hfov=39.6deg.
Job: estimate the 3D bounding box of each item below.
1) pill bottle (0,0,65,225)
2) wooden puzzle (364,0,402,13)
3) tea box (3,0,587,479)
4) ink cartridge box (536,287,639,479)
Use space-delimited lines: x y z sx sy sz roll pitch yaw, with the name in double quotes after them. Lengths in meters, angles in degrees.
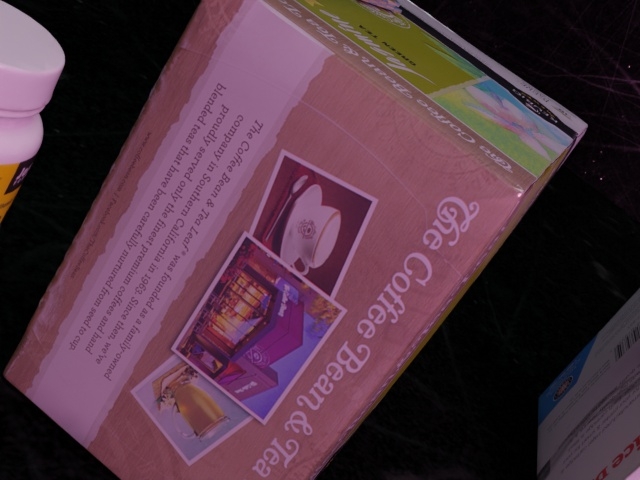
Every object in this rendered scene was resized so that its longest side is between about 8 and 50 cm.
-0.257 -0.054 0.585 0.119 0.208 0.119 29 25 -15 "pill bottle"
0.029 -0.182 0.637 0.083 0.006 0.049 -1 40 -51 "wooden puzzle"
0.000 0.000 0.671 0.220 0.329 0.323 38 23 9 "tea box"
0.329 0.193 0.875 0.129 0.223 0.307 36 24 0 "ink cartridge box"
